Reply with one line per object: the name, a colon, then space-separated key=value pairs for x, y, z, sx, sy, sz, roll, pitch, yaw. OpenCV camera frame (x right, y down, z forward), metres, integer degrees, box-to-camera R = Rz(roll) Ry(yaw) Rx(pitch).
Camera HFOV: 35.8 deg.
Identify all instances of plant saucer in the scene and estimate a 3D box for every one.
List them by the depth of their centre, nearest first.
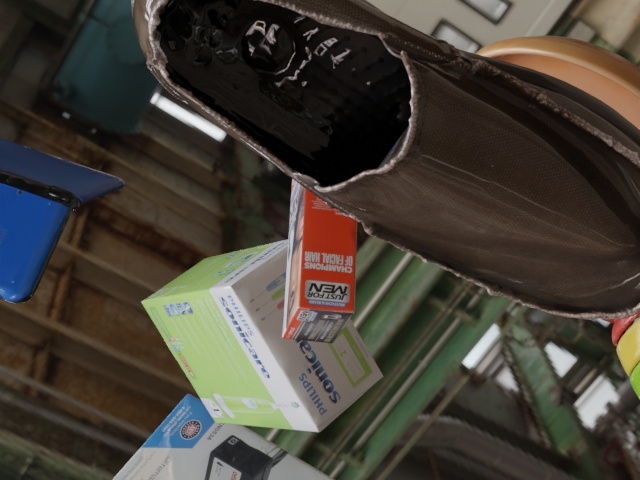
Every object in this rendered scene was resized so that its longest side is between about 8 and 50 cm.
plant saucer: x=0.209 y=-0.103 z=0.815 sx=0.200 sy=0.037 sz=0.200 roll=26 pitch=161 yaw=10

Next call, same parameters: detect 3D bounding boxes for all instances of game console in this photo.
game console: x=-0.485 y=-0.046 z=1.477 sx=0.293 sy=0.250 sz=0.173 roll=18 pitch=167 yaw=12

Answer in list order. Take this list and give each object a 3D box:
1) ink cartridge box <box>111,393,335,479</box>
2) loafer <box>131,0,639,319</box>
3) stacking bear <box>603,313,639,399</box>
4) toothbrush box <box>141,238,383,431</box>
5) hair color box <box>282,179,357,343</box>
ink cartridge box: x=-0.134 y=0.400 z=1.437 sx=0.307 sy=0.129 sz=0.223 roll=26 pitch=-125 yaw=24
loafer: x=0.049 y=-0.047 z=0.553 sx=0.366 sy=0.133 sz=0.130 roll=26 pitch=-156 yaw=-5
stacking bear: x=0.393 y=0.109 z=1.086 sx=0.289 sy=0.175 sz=0.164 roll=56 pitch=165 yaw=28
toothbrush box: x=-0.084 y=0.124 z=1.271 sx=0.122 sy=0.283 sz=0.206 roll=-36 pitch=-79 yaw=-29
hair color box: x=0.000 y=0.000 z=0.907 sx=0.053 sy=0.093 sz=0.167 roll=6 pitch=-114 yaw=-10
